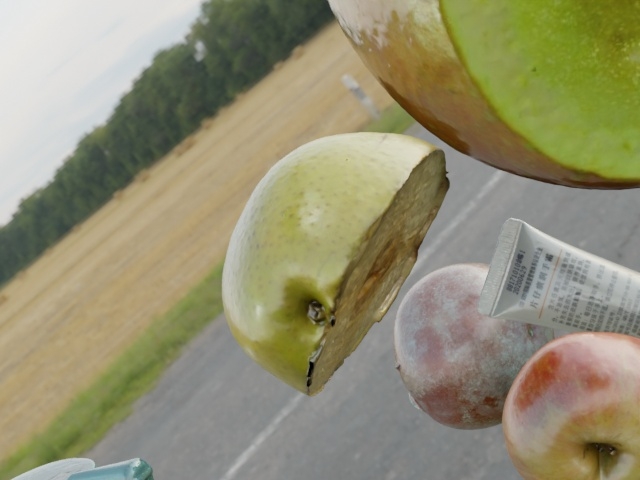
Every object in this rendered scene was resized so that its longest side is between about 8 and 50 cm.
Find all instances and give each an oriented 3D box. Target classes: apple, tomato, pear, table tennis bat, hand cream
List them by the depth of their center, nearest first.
[{"bbox_3d":[0.177,-0.234,0.753,0.384,0.374,0.374,27,57,32],"label":"apple"},{"bbox_3d":[-0.237,0.231,1.013,0.201,0.033,0.124,-16,12,29],"label":"table tennis bat"},{"bbox_3d":[0.303,0.198,1.206,0.209,0.209,0.164,-36,14,24],"label":"apple"},{"bbox_3d":[0.000,0.000,1.351,0.340,0.191,0.386,-66,-12,20],"label":"pear"},{"bbox_3d":[0.375,0.085,1.477,0.089,0.314,0.139,-30,-40,-83],"label":"hand cream"},{"bbox_3d":[0.285,0.197,2.063,0.283,0.316,0.316,-21,19,41],"label":"tomato"}]
